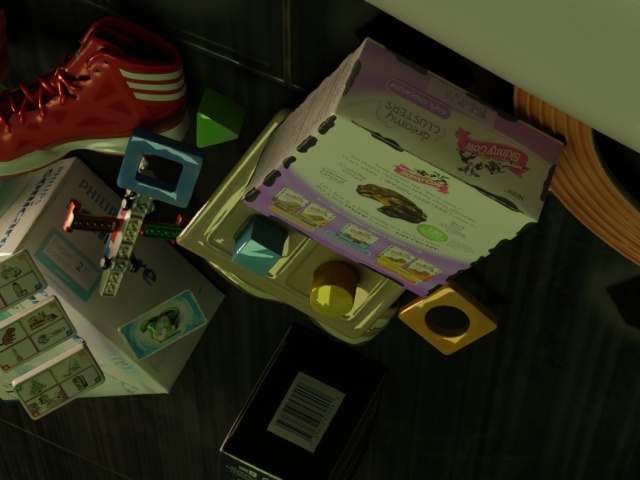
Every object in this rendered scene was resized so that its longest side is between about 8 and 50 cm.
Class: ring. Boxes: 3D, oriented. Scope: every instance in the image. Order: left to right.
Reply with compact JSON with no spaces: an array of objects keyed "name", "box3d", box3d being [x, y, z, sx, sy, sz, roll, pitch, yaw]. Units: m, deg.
[{"name":"ring","box3d":[0.289,-0.053,1.326,0.336,0.032,0.336,22,153,12]}]

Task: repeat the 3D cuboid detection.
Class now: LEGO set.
[{"name":"LEGO set","box3d":[-0.193,0.034,1.763,0.060,0.244,0.182,56,174,48]}]

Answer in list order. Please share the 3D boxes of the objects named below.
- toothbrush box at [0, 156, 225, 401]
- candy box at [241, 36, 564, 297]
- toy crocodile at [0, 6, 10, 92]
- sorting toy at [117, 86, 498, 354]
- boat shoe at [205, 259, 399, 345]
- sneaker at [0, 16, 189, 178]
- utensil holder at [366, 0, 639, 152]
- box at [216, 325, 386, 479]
[{"name":"toothbrush box","box3d":[-0.274,0.046,1.929,0.295,0.126,0.216,-8,135,48]},{"name":"candy box","box3d":[0.056,-0.048,1.431,0.165,0.070,0.196,28,154,-12]},{"name":"toy crocodile","box3d":[-0.300,-0.173,1.597,0.105,0.115,0.340,22,154,9]},{"name":"sorting toy","box3d":[0.000,0.000,1.594,0.347,0.047,0.196,29,133,-15]},{"name":"boat shoe","box3d":[-0.016,0.020,1.716,0.190,0.068,0.072,27,142,-16]},{"name":"sneaker","box3d":[-0.215,-0.126,1.572,0.221,0.087,0.128,-10,141,-14]},{"name":"utensil holder","box3d":[0.087,-0.245,0.878,0.385,0.328,0.327,28,153,5]},{"name":"box","box3d":[-0.023,0.206,1.925,0.108,0.153,0.207,26,152,8]}]
